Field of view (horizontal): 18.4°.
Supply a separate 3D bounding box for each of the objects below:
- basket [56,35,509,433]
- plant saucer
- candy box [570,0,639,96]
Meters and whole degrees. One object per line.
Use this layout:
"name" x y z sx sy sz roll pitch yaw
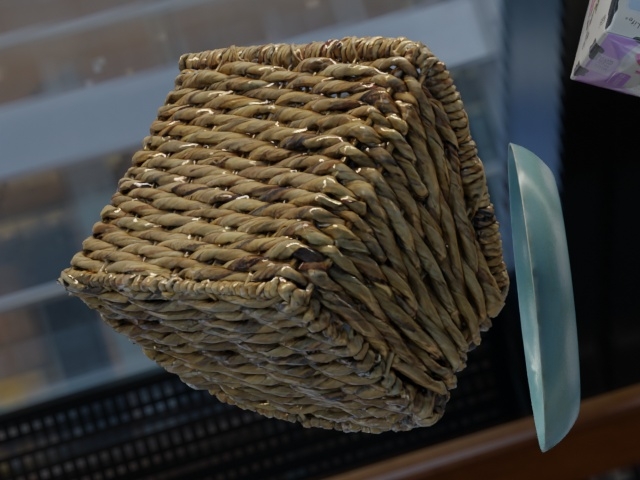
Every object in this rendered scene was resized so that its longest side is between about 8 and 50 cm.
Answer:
"basket" 0.000 0.000 1.444 0.299 0.223 0.213 0 -34 50
"plant saucer" 0.229 0.056 2.018 0.044 0.317 0.317 -6 -4 4
"candy box" 0.219 -0.196 1.221 0.070 0.196 0.165 15 -5 1
